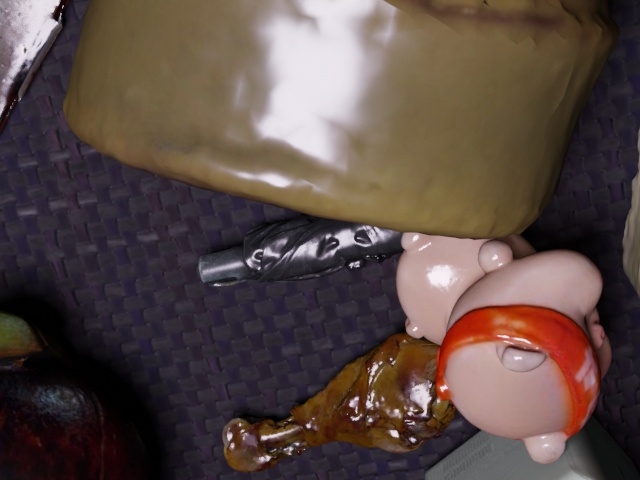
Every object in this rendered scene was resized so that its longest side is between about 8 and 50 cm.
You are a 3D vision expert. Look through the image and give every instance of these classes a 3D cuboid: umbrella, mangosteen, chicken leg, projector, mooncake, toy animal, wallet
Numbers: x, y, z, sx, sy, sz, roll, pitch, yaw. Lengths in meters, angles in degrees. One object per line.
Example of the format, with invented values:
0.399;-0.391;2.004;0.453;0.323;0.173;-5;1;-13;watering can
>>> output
0.000;0.000;0.924;0.235;0.059;0.066;-12;79;9;umbrella
-0.291;0.216;0.906;0.300;0.300;0.300;1;106;4;mangosteen
0.020;0.164;0.960;0.251;0.087;0.107;-21;82;16;chicken leg
0.198;0.260;0.884;0.177;0.242;0.163;-41;101;12;projector
0.019;-0.152;0.794;0.394;0.393;0.246;1;111;-38;mooncake
0.155;0.072;0.836;0.171;0.198;0.171;-14;131;-17;toy animal
-0.309;-0.196;0.906;0.137;0.031;0.255;32;106;-5;wallet

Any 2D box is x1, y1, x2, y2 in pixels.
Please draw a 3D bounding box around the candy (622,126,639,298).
0.339;-0.086;0.809;0.135;0.179;0.321;3;105;4;candy
